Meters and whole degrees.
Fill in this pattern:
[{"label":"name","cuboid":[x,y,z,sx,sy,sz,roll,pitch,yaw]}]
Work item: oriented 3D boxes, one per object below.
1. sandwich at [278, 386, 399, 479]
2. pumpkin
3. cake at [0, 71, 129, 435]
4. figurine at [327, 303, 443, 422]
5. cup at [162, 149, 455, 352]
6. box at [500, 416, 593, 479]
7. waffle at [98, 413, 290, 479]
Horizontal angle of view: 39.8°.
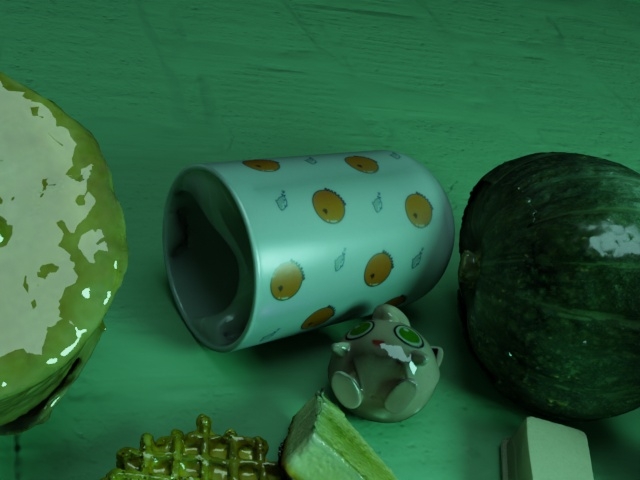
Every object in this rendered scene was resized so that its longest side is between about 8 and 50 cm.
[{"label":"sandwich","cuboid":[0.037,0.233,0.861,0.162,0.058,0.193,44,3,-1]},{"label":"pumpkin","cuboid":[0.296,0.047,1.071,0.258,0.291,0.327,5,26,-3]},{"label":"cake","cuboid":[-0.362,0.035,0.812,0.333,0.321,0.332,10,64,-21]},{"label":"figurine","cuboid":[0.070,0.139,0.980,0.125,0.125,0.138,23,24,8]},{"label":"cup","cuboid":[0.000,0.000,1.067,0.318,0.212,0.212,-9,42,-35]},{"label":"box","cuboid":[0.246,0.252,0.951,0.089,0.062,0.122,16,35,-2]},{"label":"waffle","cuboid":[-0.106,0.248,0.795,0.193,0.070,0.197,24,34,9]}]
